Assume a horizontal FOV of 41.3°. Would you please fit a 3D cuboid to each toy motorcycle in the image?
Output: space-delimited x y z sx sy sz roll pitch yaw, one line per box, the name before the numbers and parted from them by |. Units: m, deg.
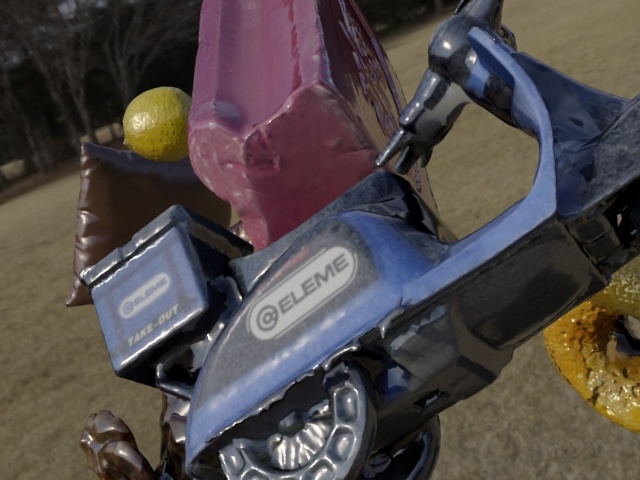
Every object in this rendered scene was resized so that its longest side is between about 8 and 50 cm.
toy motorcycle | 0.047 -0.004 0.433 0.358 0.213 0.125 -35 -32 14

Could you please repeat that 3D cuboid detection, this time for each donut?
donut | 0.377 0.109 0.972 0.253 0.254 0.118 -6 21 45

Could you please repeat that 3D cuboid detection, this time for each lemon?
lemon | -0.222 -0.166 1.221 0.133 0.109 0.109 -17 12 9

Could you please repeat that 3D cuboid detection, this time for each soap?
soap | -0.007 -0.120 0.763 0.128 0.233 0.360 -27 37 16

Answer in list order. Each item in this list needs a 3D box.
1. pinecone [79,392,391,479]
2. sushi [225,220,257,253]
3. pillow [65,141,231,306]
pinecone | -0.053 0.212 0.626 0.244 0.244 0.309 -6 3 43
sushi | 0.003 -0.003 0.974 0.296 0.179 0.167 -40 -8 -16
pillow | -0.309 -0.025 1.575 0.307 0.306 0.108 0 14 -29
